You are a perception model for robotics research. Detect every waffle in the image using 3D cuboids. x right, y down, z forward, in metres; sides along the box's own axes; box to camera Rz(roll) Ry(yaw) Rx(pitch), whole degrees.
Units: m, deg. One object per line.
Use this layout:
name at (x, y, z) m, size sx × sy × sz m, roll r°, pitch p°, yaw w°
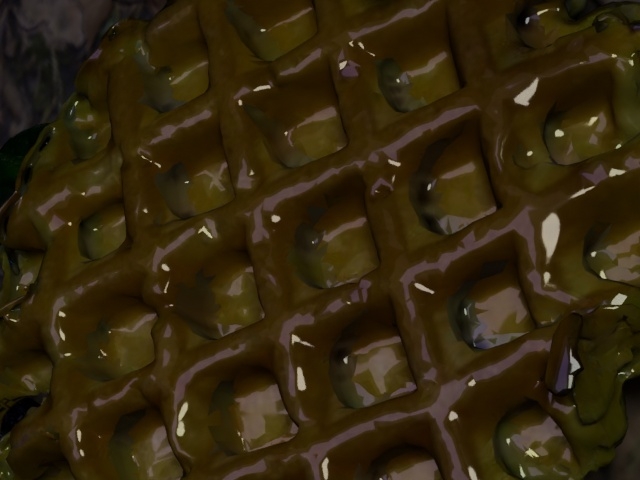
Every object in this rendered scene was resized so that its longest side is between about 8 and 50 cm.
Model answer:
waffle at (0.000, 0.000, 0.617) m, size 0.302 × 0.068 × 0.325 m, roll 24°, pitch 85°, yaw 34°

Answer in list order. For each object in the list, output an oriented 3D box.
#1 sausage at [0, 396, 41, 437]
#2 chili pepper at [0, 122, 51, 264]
sausage at (-0.180, 0.072, 0.800) m, size 0.198 × 0.028 × 0.025 m, roll 25°, pitch 119°, yaw 33°
chili pepper at (-0.129, 0.010, 0.762) m, size 0.279 × 0.065 × 0.122 m, roll 25°, pitch 111°, yaw 42°
